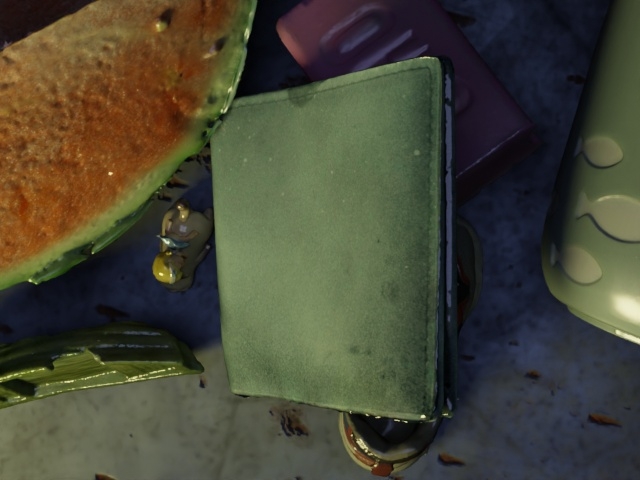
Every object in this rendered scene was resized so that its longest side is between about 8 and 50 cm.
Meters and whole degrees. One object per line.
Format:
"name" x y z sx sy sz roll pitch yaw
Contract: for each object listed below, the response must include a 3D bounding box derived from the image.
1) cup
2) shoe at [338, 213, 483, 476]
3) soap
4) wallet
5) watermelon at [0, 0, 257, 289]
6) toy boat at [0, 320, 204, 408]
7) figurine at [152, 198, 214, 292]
"cup" 0.306 -0.042 0.784 0.260 0.356 0.274 17 97 -7
"shoe" 0.062 0.084 0.941 0.099 0.125 0.227 13 96 11
"soap" 0.067 -0.122 0.936 0.122 0.065 0.203 -37 71 6
"wallet" -0.001 0.000 0.896 0.054 0.290 0.251 -2 89 -33
"watermelon" -0.166 -0.140 0.935 0.222 0.292 0.319 5 51 -5
"toy boat" -0.248 0.118 1.009 0.293 0.093 0.055 -15 71 9
"figurine" -0.122 0.005 1.005 0.047 0.050 0.083 12 94 14
